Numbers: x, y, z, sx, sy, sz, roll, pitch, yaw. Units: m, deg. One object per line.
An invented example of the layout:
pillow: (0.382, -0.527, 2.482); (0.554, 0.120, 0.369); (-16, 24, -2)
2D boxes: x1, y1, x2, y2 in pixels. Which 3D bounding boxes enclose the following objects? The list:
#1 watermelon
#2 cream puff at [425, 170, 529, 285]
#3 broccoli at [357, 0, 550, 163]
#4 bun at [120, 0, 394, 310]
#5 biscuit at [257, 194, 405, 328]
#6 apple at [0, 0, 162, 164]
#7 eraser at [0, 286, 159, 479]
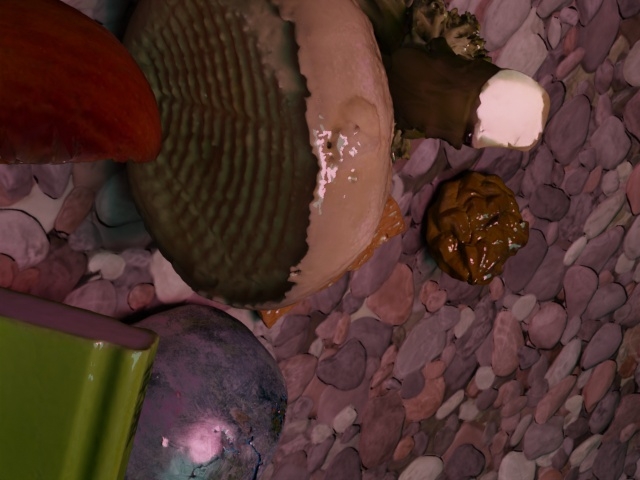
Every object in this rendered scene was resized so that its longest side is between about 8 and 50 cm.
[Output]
watermelon: (-0.172, 0.195, 1.742); (0.322, 0.188, 0.175); (-42, 136, -18)
cream puff: (0.207, -0.011, 2.011); (0.146, 0.116, 0.146); (-18, 125, -29)
broccoli: (0.113, -0.188, 1.662); (0.221, 0.361, 0.252); (35, 70, -30)
bun: (-0.045, -0.118, 1.578); (0.202, 0.364, 0.364); (-15, 123, -37)
biscuit: (-0.001, 0.000, 1.892); (0.224, 0.033, 0.144); (-37, 131, -19)
apple: (-0.289, -0.133, 1.429); (0.346, 0.254, 0.179); (-2, 146, -33)
eraser: (-0.298, 0.202, 1.629); (0.092, 0.210, 0.274); (-65, 170, -74)
